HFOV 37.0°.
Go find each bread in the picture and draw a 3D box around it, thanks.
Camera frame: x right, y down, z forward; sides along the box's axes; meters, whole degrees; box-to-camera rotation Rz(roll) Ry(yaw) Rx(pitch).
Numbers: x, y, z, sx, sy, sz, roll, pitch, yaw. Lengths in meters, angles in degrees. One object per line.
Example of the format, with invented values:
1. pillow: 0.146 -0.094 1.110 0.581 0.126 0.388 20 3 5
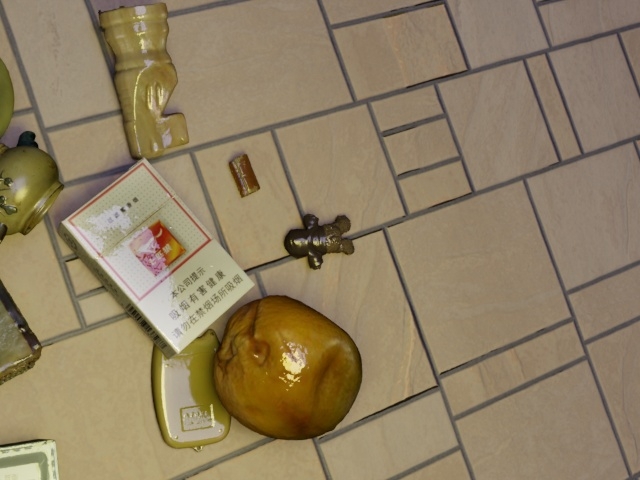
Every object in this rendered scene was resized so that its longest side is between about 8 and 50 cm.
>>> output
1. bread: -0.157 -0.135 1.985 0.047 0.036 0.083 -23 92 -28

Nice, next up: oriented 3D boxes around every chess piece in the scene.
1. chess piece: -0.349 -0.315 1.902 0.137 0.137 0.301 -11 98 -24

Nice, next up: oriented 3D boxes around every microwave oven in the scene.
1. microwave oven: -0.568 0.418 1.647 0.208 0.162 0.123 -4 83 -28

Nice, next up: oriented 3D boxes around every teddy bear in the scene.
1. teddy bear: 0.006 -0.001 2.008 0.160 0.078 0.120 -9 88 -25

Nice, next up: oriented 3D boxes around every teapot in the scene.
1. teapot: -0.579 -0.099 1.721 0.182 0.173 0.269 37 52 -8

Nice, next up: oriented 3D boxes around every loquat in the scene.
1. loquat: -0.065 0.245 1.844 0.283 0.276 0.276 11 75 -45

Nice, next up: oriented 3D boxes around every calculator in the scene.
1. calculator: -0.249 0.294 1.871 0.157 0.033 0.237 -5 82 -25

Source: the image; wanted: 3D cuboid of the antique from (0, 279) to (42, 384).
1. antique: -0.616 0.119 1.699 0.125 0.150 0.284 -29 85 -24

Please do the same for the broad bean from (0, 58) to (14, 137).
1. broad bean: -0.662 -0.292 1.752 0.189 0.121 0.263 -11 88 -29

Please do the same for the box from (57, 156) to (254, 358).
1. box: -0.316 0.035 1.841 0.210 0.095 0.330 -42 92 -26
